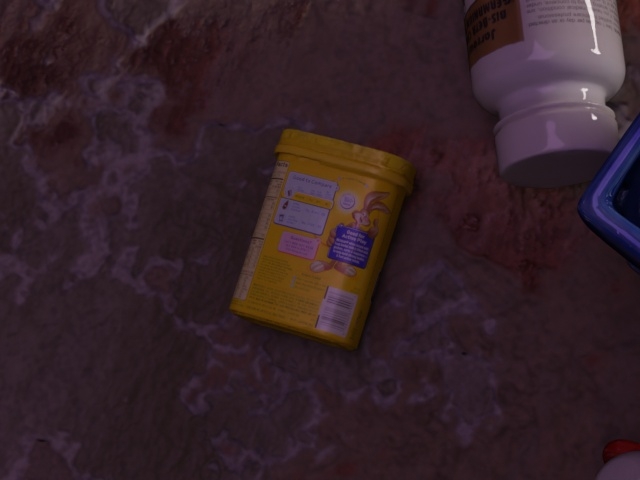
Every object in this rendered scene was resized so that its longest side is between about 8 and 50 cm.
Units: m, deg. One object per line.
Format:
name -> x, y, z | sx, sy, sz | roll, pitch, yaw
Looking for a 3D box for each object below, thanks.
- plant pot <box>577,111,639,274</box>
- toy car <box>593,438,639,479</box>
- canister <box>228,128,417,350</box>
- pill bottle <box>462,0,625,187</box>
plant pot -> 0.363, -0.026, 1.199 | 0.236, 0.212, 0.236 | 36, 89, 23
toy car -> 0.286, 0.183, 1.221 | 0.182, 0.159, 0.136 | -42, 32, 4
canister -> 0.000, 0.000, 1.380 | 0.126, 0.073, 0.170 | 15, 82, 20
pill bottle -> 0.189, -0.168, 1.333 | 0.131, 0.131, 0.229 | -9, 74, 15
